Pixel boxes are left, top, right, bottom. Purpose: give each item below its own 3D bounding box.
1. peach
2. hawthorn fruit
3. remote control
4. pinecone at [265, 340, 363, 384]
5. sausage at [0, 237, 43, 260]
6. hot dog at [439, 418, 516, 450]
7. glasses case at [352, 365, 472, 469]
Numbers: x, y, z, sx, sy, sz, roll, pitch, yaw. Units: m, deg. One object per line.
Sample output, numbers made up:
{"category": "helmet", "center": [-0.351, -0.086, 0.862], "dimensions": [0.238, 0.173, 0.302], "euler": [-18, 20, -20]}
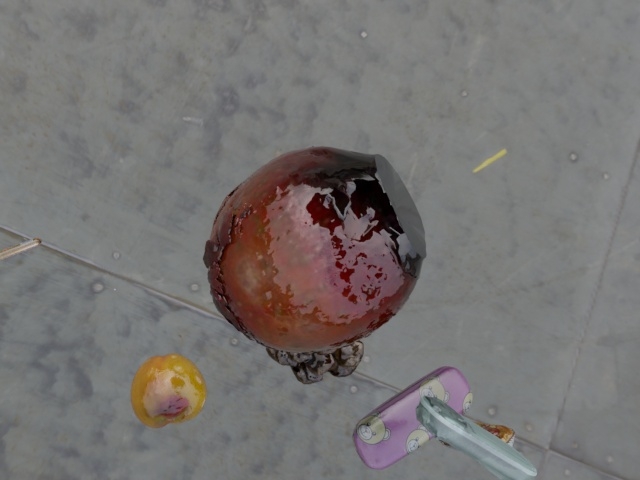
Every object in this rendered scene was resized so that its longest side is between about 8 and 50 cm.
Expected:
{"category": "peach", "center": [-0.283, 0.277, 1.105], "dimensions": [0.138, 0.138, 0.138], "euler": [2, 85, -19]}
{"category": "hawthorn fruit", "center": [-0.001, 0.011, 0.813], "dimensions": [0.316, 0.316, 0.315], "euler": [2, 85, -19]}
{"category": "remote control", "center": [0.276, 0.358, 1.062], "dimensions": [0.247, 0.104, 0.052], "euler": [33, 94, -6]}
{"category": "pinecone", "center": [0.005, 0.172, 1.236], "dimensions": [0.244, 0.309, 0.244], "euler": [-2, 85, 19]}
{"category": "sausage", "center": [-0.479, 0.018, 0.915], "dimensions": [0.100, 0.015, 0.015], "euler": [-26, 94, -22]}
{"category": "hot dog", "center": [0.372, 0.472, 1.426], "dimensions": [0.108, 0.191, 0.059], "euler": [-34, 109, -41]}
{"category": "glasses case", "center": [0.217, 0.407, 1.376], "dimensions": [0.316, 0.076, 0.123], "euler": [-27, 91, -20]}
